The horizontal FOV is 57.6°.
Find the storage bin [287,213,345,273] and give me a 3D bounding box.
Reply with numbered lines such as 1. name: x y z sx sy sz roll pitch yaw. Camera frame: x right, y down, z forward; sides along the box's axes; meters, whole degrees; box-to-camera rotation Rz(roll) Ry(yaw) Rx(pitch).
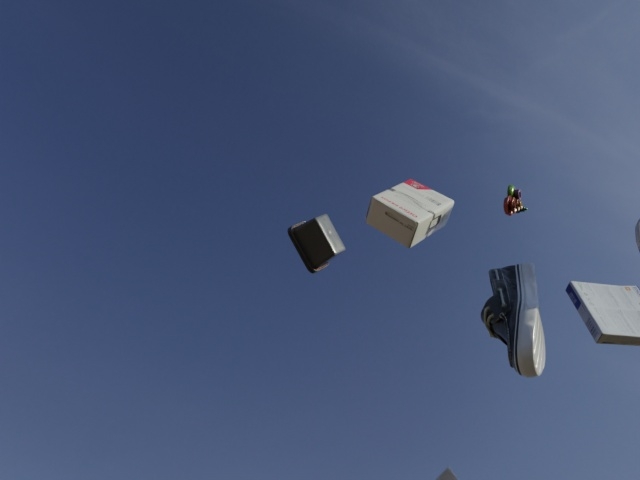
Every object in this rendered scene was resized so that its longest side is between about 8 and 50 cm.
1. storage bin: 0.000 0.000 1.471 0.091 0.098 0.135 -30 -93 38

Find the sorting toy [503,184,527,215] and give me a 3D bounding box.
1. sorting toy: 0.469 -0.092 1.390 0.042 0.102 0.061 -2 -55 32

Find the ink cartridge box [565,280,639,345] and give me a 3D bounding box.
1. ink cartridge box: 0.856 0.210 1.677 0.224 0.223 0.045 4 -53 -7

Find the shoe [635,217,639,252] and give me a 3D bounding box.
1. shoe: 0.546 0.048 0.935 0.064 0.177 0.081 -9 -30 7

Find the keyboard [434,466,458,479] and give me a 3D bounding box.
1. keyboard: 0.205 0.596 1.235 0.072 0.256 0.014 54 -19 -7

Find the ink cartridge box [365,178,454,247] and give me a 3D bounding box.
1. ink cartridge box: 0.176 -0.056 1.146 0.109 0.150 0.063 32 -53 26

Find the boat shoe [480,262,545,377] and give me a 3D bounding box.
1. boat shoe: 0.396 0.164 1.211 0.119 0.335 0.121 -8 -66 21
